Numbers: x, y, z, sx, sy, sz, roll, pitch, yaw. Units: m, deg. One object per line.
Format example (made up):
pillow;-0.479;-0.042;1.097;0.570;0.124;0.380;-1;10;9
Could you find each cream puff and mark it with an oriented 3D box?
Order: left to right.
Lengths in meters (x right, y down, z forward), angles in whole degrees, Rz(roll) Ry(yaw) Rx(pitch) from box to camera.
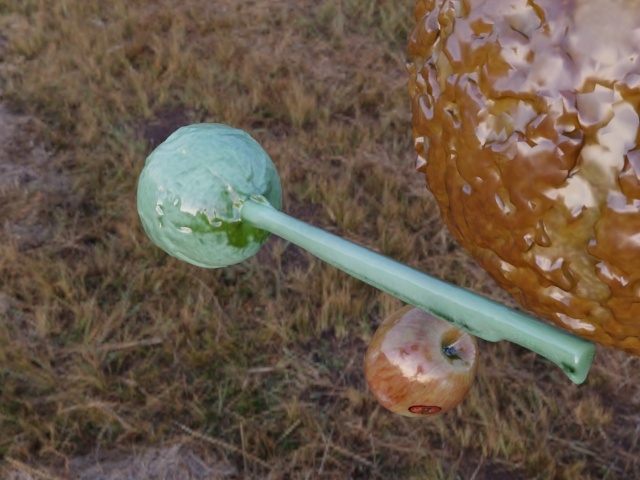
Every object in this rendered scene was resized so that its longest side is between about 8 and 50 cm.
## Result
cream puff;0.185;-0.085;0.378;0.303;0.212;0.303;-5;69;14

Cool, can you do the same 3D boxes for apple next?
apple;0.133;0.150;1.087;0.146;0.131;0.146;12;62;-24

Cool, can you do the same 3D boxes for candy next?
candy;0.000;0.000;0.584;0.119;0.119;0.440;-26;29;-29
